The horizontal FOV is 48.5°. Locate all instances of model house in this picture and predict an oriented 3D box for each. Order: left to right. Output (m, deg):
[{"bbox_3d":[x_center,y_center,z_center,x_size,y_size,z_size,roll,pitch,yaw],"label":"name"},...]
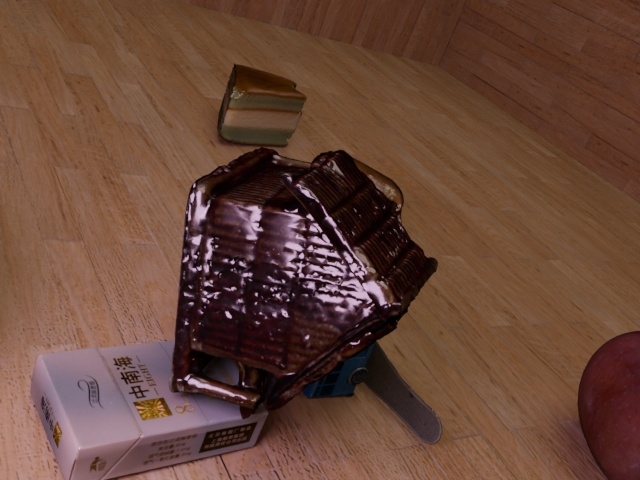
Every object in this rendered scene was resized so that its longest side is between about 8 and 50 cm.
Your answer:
[{"bbox_3d":[0.002,0.040,0.886,0.282,0.297,0.317,4,16,17],"label":"model house"}]

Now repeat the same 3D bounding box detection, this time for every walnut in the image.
[{"bbox_3d":[0.095,-0.105,1.591,0.245,0.137,0.137,36,29,24],"label":"walnut"}]

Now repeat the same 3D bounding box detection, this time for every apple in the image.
[{"bbox_3d":[0.544,0.280,1.109,0.305,0.235,0.306,16,26,-8],"label":"apple"}]

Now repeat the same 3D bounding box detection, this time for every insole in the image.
[{"bbox_3d":[0.098,0.211,1.064,0.003,0.080,0.232,-14,51,-42],"label":"insole"}]

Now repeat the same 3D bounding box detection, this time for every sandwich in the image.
[{"bbox_3d":[-0.145,-0.326,1.790,0.198,0.155,0.227,16,27,-14],"label":"sandwich"}]

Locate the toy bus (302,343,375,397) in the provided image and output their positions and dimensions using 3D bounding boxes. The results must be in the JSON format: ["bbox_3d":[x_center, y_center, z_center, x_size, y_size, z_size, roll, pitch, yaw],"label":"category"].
[{"bbox_3d":[0.026,0.133,1.030,0.106,0.185,0.090,3,32,-31],"label":"toy bus"}]

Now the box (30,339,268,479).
[{"bbox_3d":[-0.205,0.196,0.858,0.242,0.067,0.155,-1,33,-41],"label":"box"}]
